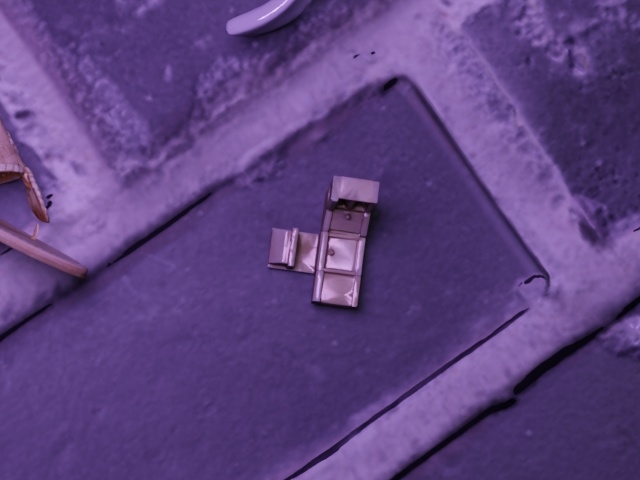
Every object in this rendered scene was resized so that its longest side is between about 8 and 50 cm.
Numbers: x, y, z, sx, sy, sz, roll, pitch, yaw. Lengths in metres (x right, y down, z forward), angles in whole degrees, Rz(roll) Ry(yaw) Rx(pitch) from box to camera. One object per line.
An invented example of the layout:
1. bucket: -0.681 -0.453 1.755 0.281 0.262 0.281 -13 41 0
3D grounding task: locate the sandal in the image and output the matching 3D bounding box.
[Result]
1. sandal: -0.255 -0.062 1.241 0.240 0.088 0.079 27 89 2

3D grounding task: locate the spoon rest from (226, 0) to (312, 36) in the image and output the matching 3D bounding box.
1. spoon rest: -0.048 -0.289 1.267 0.084 0.137 0.276 -10 94 20

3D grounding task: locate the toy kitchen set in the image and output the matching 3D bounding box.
1. toy kitchen set: 0.000 0.000 1.266 0.068 0.075 0.083 8 81 -4
